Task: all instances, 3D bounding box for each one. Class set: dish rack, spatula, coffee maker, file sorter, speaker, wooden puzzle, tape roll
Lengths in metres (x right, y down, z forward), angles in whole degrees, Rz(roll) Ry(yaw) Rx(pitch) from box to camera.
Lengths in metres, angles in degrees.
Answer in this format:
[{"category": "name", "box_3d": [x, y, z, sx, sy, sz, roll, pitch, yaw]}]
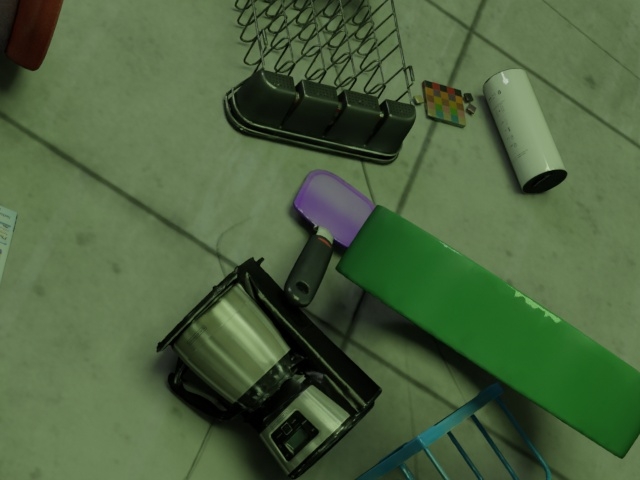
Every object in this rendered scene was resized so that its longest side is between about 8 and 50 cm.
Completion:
[{"category": "dish rack", "box_3d": [-0.005, -0.224, 1.989, 0.208, 0.074, 0.272, 12, 52, -29]}, {"category": "spatula", "box_3d": [0.000, 0.000, 1.808, 0.084, 0.030, 0.296, 37, 20, -5]}, {"category": "coffee maker", "box_3d": [-0.034, 0.108, 1.702, 0.178, 0.120, 0.171, 46, 45, 1]}, {"category": "file sorter", "box_3d": [0.104, 0.226, 1.681, 0.118, 0.170, 0.104, -28, 82, -42]}, {"category": "speaker", "box_3d": [0.227, -0.121, 2.080, 0.055, 0.055, 0.136, -2, 60, -35]}, {"category": "wooden puzzle", "box_3d": [0.138, -0.151, 2.074, 0.083, 0.006, 0.049, 14, 53, -26]}, {"category": "tape roll", "box_3d": [0.166, 0.084, 1.740, 0.321, 0.321, 0.077, 33, 91, -10]}]

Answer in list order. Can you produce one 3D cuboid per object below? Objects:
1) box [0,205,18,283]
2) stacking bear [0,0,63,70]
[{"category": "box", "box_3d": [-0.318, 0.045, 1.551, 0.072, 0.126, 0.137, 24, 50, -20]}, {"category": "stacking bear", "box_3d": [-0.382, -0.261, 1.701, 0.289, 0.164, 0.175, 12, 36, -15]}]
